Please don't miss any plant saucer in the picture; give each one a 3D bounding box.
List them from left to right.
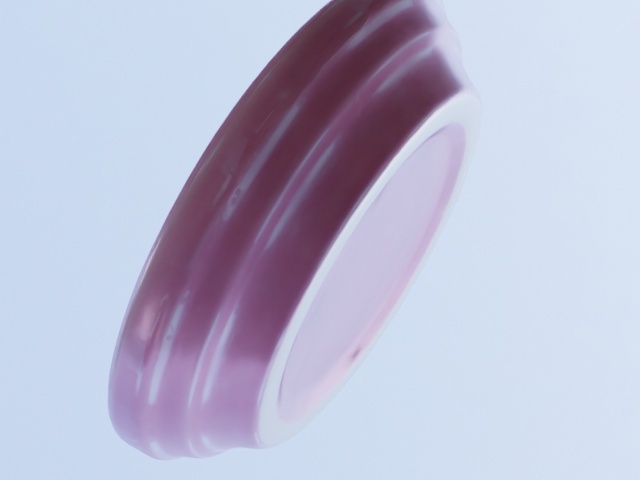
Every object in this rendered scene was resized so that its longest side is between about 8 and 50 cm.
[{"bbox_3d":[0.000,0.000,1.174,0.084,0.332,0.332,32,-116,14],"label":"plant saucer"}]
